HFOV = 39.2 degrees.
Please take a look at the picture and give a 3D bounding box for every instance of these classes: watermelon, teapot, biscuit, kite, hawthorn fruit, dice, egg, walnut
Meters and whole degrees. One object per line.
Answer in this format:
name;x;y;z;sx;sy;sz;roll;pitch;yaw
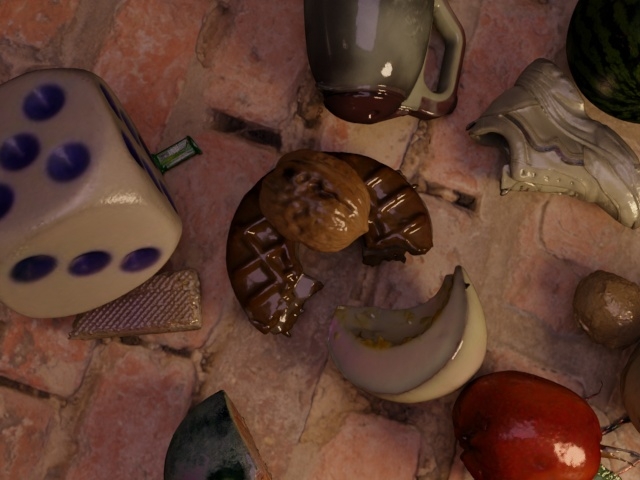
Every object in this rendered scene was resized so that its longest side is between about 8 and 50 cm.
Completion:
watermelon;0.560;-0.338;1.508;0.285;0.285;0.285;-1;78;3
teapot;0.118;-0.355;1.584;0.315;0.233;0.312;5;85;-24
biscuit;-0.265;-0.157;1.646;0.089;0.016;0.046;-30;80;-3
kite;0.469;0.327;1.513;0.244;0.006;0.198;-33;78;-3
hawthorn fruit;0.358;0.316;1.422;0.299;0.211;0.211;5;79;2
dice;-0.427;-0.077;1.478;0.304;0.277;0.304;-29;58;0
watermelon;-0.162;0.423;1.442;0.188;0.175;0.322;-30;78;-4
biscuit;-0.001;-0.020;1.555;0.366;0.115;0.268;-30;79;-4
egg;0.484;0.114;1.502;0.118;0.116;0.140;-10;66;-37
biscuit;-0.326;0.112;1.573;0.238;0.062;0.108;-5;76;1
walnut;-0.003;-0.061;1.435;0.184;0.155;0.155;29;81;13
egg;0.169;0.176;1.476;0.271;0.162;0.206;-30;51;23

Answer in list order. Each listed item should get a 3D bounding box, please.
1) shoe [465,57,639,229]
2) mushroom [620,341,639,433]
shoe;0.404;-0.129;1.554;0.210;0.132;0.342;-36;75;0
mushroom;0.639;0.282;1.402;0.314;0.314;0.336;-9;106;1
